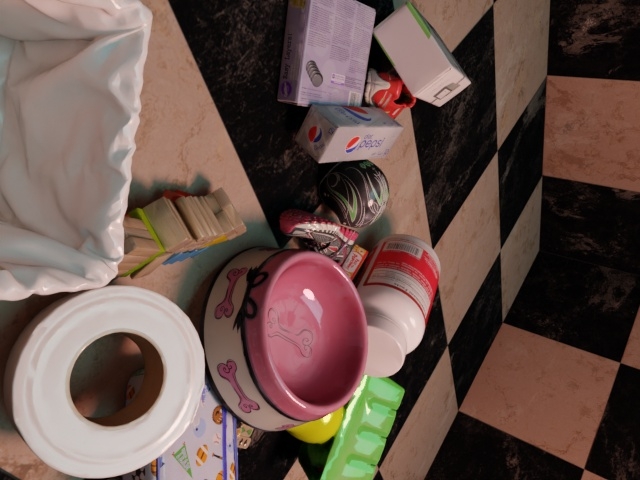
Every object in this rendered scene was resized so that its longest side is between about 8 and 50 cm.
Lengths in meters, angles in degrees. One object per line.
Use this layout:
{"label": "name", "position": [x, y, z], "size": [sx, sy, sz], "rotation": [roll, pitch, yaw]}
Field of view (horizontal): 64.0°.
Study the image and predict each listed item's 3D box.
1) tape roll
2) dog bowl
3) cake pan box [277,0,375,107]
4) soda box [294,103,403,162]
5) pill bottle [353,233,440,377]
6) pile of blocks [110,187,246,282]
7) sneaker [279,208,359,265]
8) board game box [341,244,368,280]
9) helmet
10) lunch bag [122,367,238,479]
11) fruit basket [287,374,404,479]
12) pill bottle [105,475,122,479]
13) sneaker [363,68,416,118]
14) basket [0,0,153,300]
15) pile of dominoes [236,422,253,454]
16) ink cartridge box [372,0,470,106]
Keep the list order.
{"label": "tape roll", "position": [-0.330, 0.214, 0.806], "size": [0.286, 0.100, 0.287], "rotation": [7, 79, -37]}
{"label": "dog bowl", "position": [-0.051, 0.199, 1.107], "size": [0.407, 0.150, 0.409], "rotation": [20, 63, -46]}
{"label": "cake pan box", "position": [0.023, -0.422, 1.159], "size": [0.266, 0.070, 0.246], "rotation": [-13, 116, -52]}
{"label": "soda box", "position": [0.075, -0.253, 1.207], "size": [0.286, 0.091, 0.098], "rotation": [-16, 145, -50]}
{"label": "pill bottle", "position": [0.193, 0.174, 1.431], "size": [0.408, 0.228, 0.229], "rotation": [-56, 146, -51]}
{"label": "pile of blocks", "position": [-0.278, -0.023, 0.898], "size": [0.113, 0.149, 0.362], "rotation": [59, 29, 6]}
{"label": "sneaker", "position": [0.000, 0.000, 1.265], "size": [0.299, 0.120, 0.112], "rotation": [20, 91, -57]}
{"label": "board game box", "position": [0.057, 0.122, 1.411], "size": [0.194, 0.045, 0.147], "rotation": [-58, 172, -20]}
{"label": "helmet", "position": [0.095, -0.118, 1.301], "size": [0.169, 0.162, 0.169], "rotation": [-38, 169, -8]}
{"label": "lunch bag", "position": [-0.258, 0.382, 0.998], "size": [0.243, 0.114, 0.304], "rotation": [20, 63, -53]}
{"label": "fruit basket", "position": [0.012, 0.481, 1.439], "size": [0.391, 0.283, 0.393], "rotation": [1, 88, -15]}
{"label": "pill bottle", "position": [-0.343, 0.494, 1.017], "size": [0.169, 0.094, 0.094], "rotation": [0, 104, -55]}
{"label": "sneaker", "position": [0.196, -0.372, 1.356], "size": [0.279, 0.118, 0.108], "rotation": [-12, 114, -71]}
{"label": "basket", "position": [-0.397, -0.127, 0.515], "size": [0.328, 0.266, 0.332], "rotation": [-1, 104, -55]}
{"label": "pile of dominoes", "position": [-0.198, 0.415, 1.237], "size": [0.196, 0.040, 0.251], "rotation": [11, 95, -56]}
{"label": "ink cartridge box", "position": [0.267, -0.465, 1.314], "size": [0.199, 0.114, 0.272], "rotation": [59, 26, 6]}
